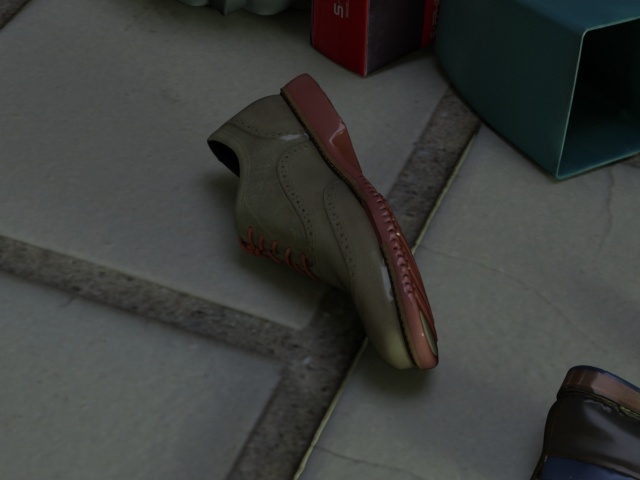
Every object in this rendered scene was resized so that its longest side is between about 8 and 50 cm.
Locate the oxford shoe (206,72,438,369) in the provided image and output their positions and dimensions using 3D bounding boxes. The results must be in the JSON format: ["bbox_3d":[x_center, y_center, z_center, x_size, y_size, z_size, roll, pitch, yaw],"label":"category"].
[{"bbox_3d":[0.000,0.000,1.433,0.130,0.123,0.348,-25,44,-2],"label":"oxford shoe"}]

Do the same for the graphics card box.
[{"bbox_3d":[0.157,-0.352,1.776,0.371,0.232,0.094,-29,50,-31],"label":"graphics card box"}]

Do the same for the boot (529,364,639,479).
[{"bbox_3d":[0.267,0.191,1.263,0.219,0.082,0.106,26,61,14],"label":"boot"}]

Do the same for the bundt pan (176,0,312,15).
[{"bbox_3d":[-0.095,-0.358,1.856,0.331,0.124,0.331,7,35,-5],"label":"bundt pan"}]

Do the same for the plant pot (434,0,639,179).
[{"bbox_3d":[0.236,-0.202,1.703,0.165,0.165,0.234,-18,39,-33],"label":"plant pot"}]
